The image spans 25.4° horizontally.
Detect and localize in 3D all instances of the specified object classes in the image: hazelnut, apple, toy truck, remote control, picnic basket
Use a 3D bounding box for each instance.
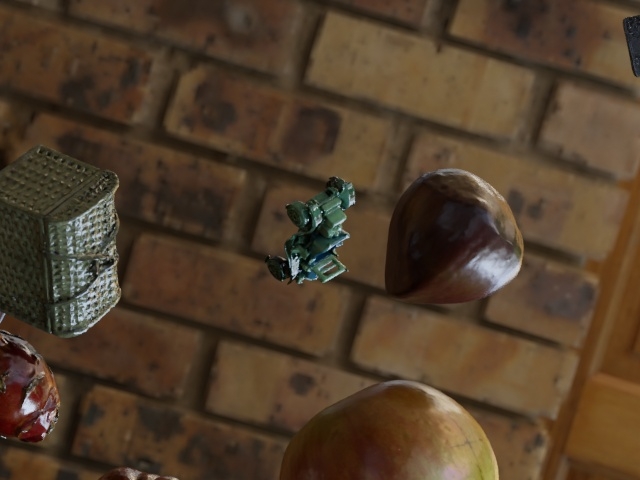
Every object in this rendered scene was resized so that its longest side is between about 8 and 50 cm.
[{"bbox_3d":[0.170,0.007,1.945,0.208,0.208,0.208,16,-175,-1],"label":"hazelnut"},{"bbox_3d":[0.085,0.311,1.831,0.233,0.286,0.286,57,-163,14],"label":"apple"},{"bbox_3d":[0.000,0.001,1.634,0.080,0.154,0.078,-32,-110,-32],"label":"toy truck"},{"bbox_3d":[0.495,-0.302,2.202,0.039,0.096,0.014,-11,178,-1],"label":"remote control"},{"bbox_3d":[-0.341,0.004,1.839,0.154,0.196,0.134,23,-140,22],"label":"picnic basket"}]

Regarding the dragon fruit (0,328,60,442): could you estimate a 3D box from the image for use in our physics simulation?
[{"bbox_3d":[-0.417,0.155,1.839,0.125,0.246,0.125,-13,-149,1],"label":"dragon fruit"}]

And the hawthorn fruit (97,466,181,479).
[{"bbox_3d":[-0.296,0.527,2.293,0.277,0.298,0.277,1,-157,0],"label":"hawthorn fruit"}]

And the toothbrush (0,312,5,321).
[{"bbox_3d":[-0.473,0.155,1.968,0.013,0.193,0.019,31,171,-27],"label":"toothbrush"}]
